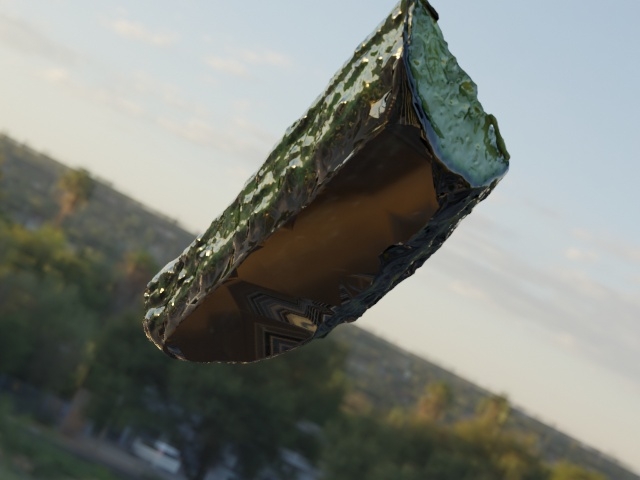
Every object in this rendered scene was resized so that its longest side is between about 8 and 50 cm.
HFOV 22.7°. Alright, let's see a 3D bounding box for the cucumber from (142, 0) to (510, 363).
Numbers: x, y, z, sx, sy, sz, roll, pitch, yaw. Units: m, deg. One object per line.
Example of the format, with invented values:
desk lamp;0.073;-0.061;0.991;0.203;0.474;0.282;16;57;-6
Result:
cucumber;0.000;0.000;0.577;0.070;0.046;0.220;34;-39;-10
